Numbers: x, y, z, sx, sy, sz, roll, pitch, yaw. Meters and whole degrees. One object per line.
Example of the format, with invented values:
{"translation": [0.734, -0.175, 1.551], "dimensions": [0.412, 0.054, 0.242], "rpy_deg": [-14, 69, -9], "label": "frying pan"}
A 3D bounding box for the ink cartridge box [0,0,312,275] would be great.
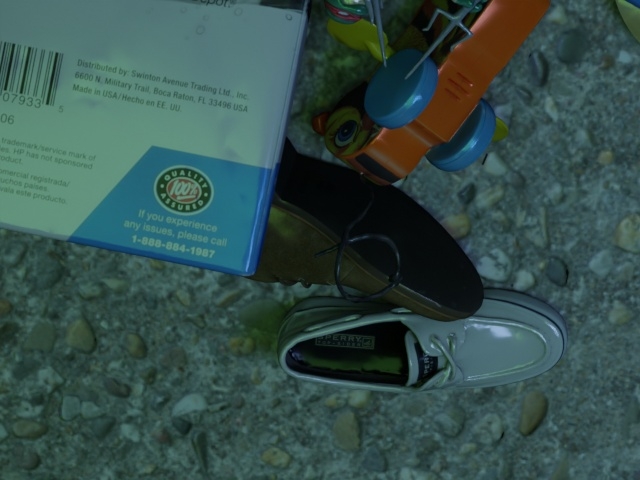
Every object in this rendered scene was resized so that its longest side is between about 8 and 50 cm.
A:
{"translation": [-0.150, -0.193, 1.306], "dimensions": [0.285, 0.166, 0.395], "rpy_deg": [12, 93, 0], "label": "ink cartridge box"}

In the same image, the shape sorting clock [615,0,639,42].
{"translation": [0.347, -0.236, 1.368], "dimensions": [0.206, 0.040, 0.206], "rpy_deg": [2, 108, 7], "label": "shape sorting clock"}

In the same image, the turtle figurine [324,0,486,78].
{"translation": [0.059, -0.230, 1.222], "dimensions": [0.118, 0.175, 0.234], "rpy_deg": [38, 121, 23], "label": "turtle figurine"}

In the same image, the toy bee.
{"translation": [0.058, -0.117, 1.388], "dimensions": [0.298, 0.162, 0.195], "rpy_deg": [-41, 121, -15], "label": "toy bee"}

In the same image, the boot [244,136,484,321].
{"translation": [0.000, 0.000, 1.463], "dimensions": [0.305, 0.112, 0.115], "rpy_deg": [29, 126, 1], "label": "boot"}

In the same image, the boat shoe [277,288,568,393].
{"translation": [0.092, 0.097, 1.484], "dimensions": [0.267, 0.088, 0.096], "rpy_deg": [5, 110, 3], "label": "boat shoe"}
